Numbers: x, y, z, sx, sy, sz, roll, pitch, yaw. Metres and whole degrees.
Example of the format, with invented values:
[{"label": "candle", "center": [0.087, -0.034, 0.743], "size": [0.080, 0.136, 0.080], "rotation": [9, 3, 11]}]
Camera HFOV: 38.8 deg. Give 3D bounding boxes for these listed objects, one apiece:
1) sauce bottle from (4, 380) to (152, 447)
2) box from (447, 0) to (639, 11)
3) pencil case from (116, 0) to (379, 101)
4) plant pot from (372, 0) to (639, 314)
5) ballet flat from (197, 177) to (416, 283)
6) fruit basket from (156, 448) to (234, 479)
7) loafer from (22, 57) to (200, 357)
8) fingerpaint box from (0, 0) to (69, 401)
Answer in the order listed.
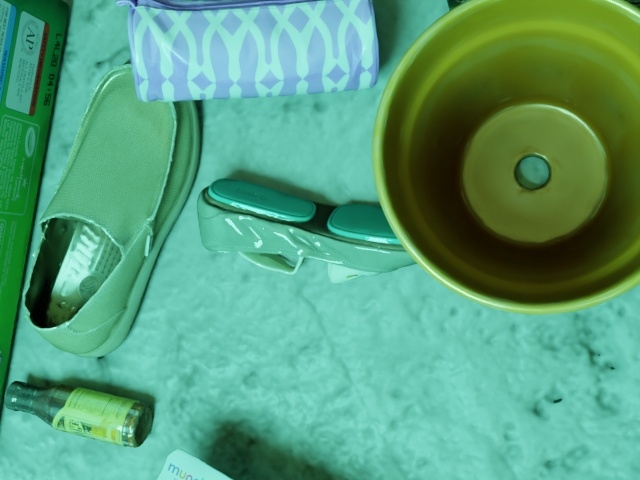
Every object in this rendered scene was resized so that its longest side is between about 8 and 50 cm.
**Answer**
[{"label": "sauce bottle", "center": [-0.212, 0.149, 0.793], "size": [0.128, 0.042, 0.042], "rotation": [9, 90, 14]}, {"label": "box", "center": [0.206, -0.193, 0.652], "size": [0.233, 0.159, 0.044], "rotation": [5, 88, 13]}, {"label": "pencil case", "center": [-0.050, -0.157, 0.716], "size": [0.206, 0.088, 0.086], "rotation": [-7, 42, -7]}, {"label": "plant pot", "center": [0.151, -0.054, 0.645], "size": [0.205, 0.188, 0.205], "rotation": [0, 88, 11]}, {"label": "ballet flat", "center": [0.000, 0.000, 0.747], "size": [0.213, 0.072, 0.068], "rotation": [12, 118, 13]}, {"label": "fruit basket", "center": [-0.024, 0.376, 0.683], "size": [0.353, 0.165, 0.327], "rotation": [23, 93, 11]}, {"label": "loafer", "center": [-0.176, -0.028, 0.763], "size": [0.102, 0.092, 0.268], "rotation": [15, 91, 12]}, {"label": "fingerpaint box", "center": [-0.452, -0.031, 0.787], "size": [0.371, 0.163, 0.444], "rotation": [9, 90, 11]}]
